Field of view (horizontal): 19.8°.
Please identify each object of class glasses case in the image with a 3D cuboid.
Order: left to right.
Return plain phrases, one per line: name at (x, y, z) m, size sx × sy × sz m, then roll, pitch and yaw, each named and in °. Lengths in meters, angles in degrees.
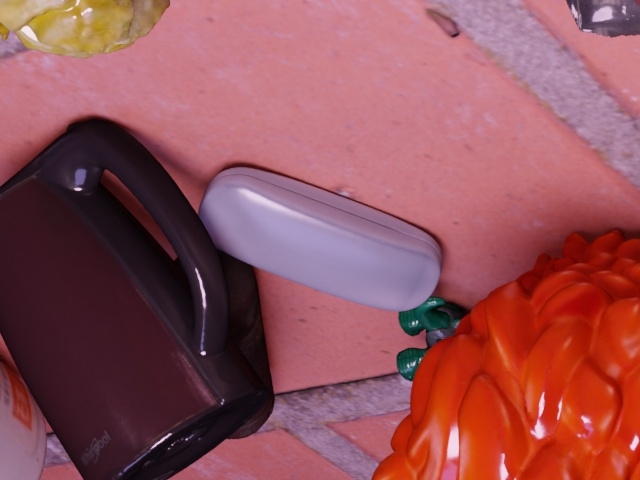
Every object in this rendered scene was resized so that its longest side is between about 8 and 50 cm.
glasses case at (0.000, 0.000, 1.301) m, size 0.178 × 0.045 × 0.067 m, roll 20°, pitch 131°, yaw -9°

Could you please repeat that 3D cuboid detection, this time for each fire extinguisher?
fire extinguisher at (-0.071, 0.064, 1.438) m, size 0.089 × 0.072 × 0.268 m, roll -19°, pitch 149°, yaw -9°

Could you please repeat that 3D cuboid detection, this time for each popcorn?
popcorn at (-0.144, -0.165, 1.007) m, size 0.162 × 0.135 × 0.141 m, roll -43°, pitch 103°, yaw 11°

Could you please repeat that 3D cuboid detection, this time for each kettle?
kettle at (-0.149, 0.044, 1.295) m, size 0.232 × 0.144 × 0.202 m, roll 54°, pitch 134°, yaw 12°

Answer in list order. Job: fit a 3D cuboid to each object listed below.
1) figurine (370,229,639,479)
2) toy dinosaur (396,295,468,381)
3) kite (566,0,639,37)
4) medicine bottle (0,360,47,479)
figurine at (0.241, 0.150, 1.187) m, size 0.411 × 0.306 × 0.241 m, roll 24°, pitch 140°, yaw -17°
toy dinosaur at (0.109, 0.071, 1.377) m, size 0.096 × 0.059 × 0.132 m, roll -16°, pitch 147°, yaw 31°
kite at (0.239, -0.144, 0.978) m, size 0.245 × 0.015 × 0.141 m, roll 7°, pitch 152°, yaw 18°
medicine bottle at (-0.409, 0.118, 1.546) m, size 0.211 × 0.211 × 0.371 m, roll -2°, pitch 146°, yaw 29°
